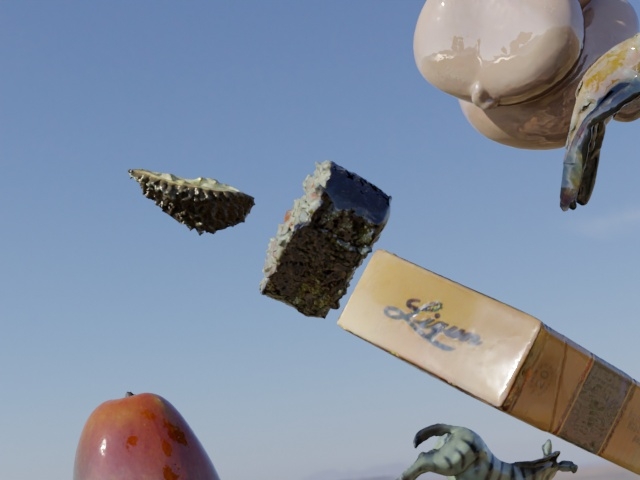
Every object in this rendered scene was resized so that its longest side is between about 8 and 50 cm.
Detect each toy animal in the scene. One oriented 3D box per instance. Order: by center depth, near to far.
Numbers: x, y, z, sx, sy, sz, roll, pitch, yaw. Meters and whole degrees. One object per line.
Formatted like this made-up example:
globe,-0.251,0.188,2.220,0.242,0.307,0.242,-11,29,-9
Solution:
toy animal,0.217,-0.194,1.267,0.210,0.229,0.221,8,27,31
toy animal,0.187,0.271,1.417,0.217,0.176,0.073,45,-5,-30

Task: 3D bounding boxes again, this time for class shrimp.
shrimp,0.223,-0.023,0.749,0.152,0.219,0.046,-11,8,31

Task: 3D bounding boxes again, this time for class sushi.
sushi,0.000,0.000,1.040,0.078,0.090,0.150,25,-42,-6

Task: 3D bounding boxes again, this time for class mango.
mango,-0.152,0.291,1.211,0.146,0.289,0.129,-28,1,1

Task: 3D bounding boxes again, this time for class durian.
durian,-0.119,-0.047,1.164,0.130,0.066,0.052,12,-41,-21

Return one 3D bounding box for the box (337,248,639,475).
box,0.143,0.092,0.888,0.152,0.070,0.237,25,-1,42
